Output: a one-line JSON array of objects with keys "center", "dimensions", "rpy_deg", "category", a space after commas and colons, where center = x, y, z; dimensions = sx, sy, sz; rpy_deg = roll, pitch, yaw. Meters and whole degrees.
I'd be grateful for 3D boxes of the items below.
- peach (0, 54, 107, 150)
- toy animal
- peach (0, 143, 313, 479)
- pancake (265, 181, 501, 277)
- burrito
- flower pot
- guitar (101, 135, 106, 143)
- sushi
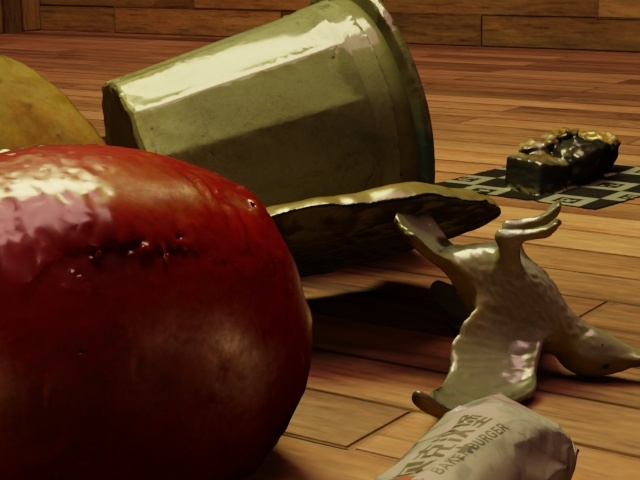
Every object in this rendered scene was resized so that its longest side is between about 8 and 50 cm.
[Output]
[{"center": [-0.214, -0.007, 0.732], "dimensions": [0.236, 0.214, 0.214], "rpy_deg": [14, 12, -6], "category": "peach"}, {"center": [0.115, 0.030, 0.749], "dimensions": [0.155, 0.095, 0.219], "rpy_deg": [-2, 13, 15], "category": "toy animal"}, {"center": [-0.132, 0.039, 0.592], "dimensions": [0.267, 0.153, 0.159], "rpy_deg": [-5, 15, -21], "category": "peach"}, {"center": [0.000, 0.000, 0.868], "dimensions": [0.235, 0.029, 0.212], "rpy_deg": [-8, -10, -15], "category": "pancake"}, {"center": [0.036, 0.105, 0.499], "dimensions": [0.064, 0.064, 0.203], "rpy_deg": [7, 16, 30], "category": "burrito"}, {"center": [-0.049, -0.072, 1.042], "dimensions": [0.203, 0.212, 0.212], "rpy_deg": [-17, 17, -16], "category": "flower pot"}, {"center": [-0.170, -0.050, 1.197], "dimensions": [0.233, 0.088, 0.025], "rpy_deg": [18, 22, 30], "category": "guitar"}, {"center": [0.240, -0.082, 1.331], "dimensions": [0.192, 0.050, 0.215], "rpy_deg": [10, 17, 41], "category": "sushi"}]
